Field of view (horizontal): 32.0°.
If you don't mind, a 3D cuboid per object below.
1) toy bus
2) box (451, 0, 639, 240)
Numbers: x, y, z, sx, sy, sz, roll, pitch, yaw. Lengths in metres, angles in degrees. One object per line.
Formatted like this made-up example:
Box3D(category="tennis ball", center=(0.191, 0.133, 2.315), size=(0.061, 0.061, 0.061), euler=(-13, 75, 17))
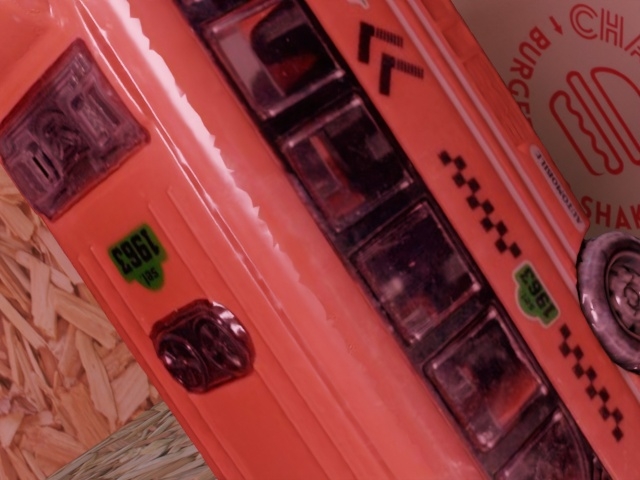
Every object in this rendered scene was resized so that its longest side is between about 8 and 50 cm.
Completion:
Box3D(category="toy bus", center=(0.000, 0.000, 0.600), size=(0.233, 0.427, 0.203), euler=(-37, 5, -40))
Box3D(category="box", center=(0.169, -0.058, 1.014), size=(0.312, 0.314, 0.300), euler=(-33, 0, -30))
